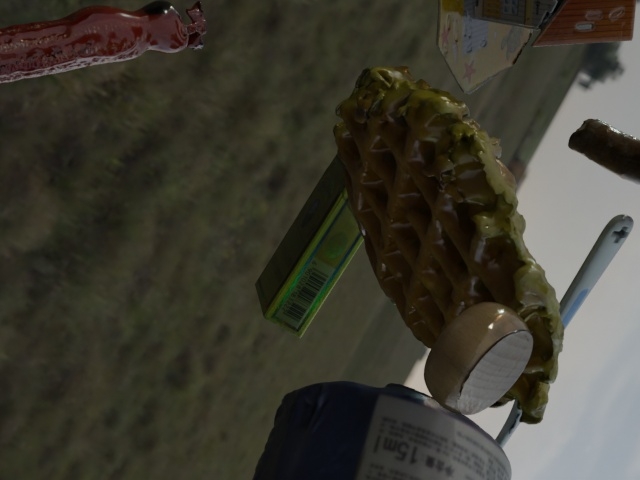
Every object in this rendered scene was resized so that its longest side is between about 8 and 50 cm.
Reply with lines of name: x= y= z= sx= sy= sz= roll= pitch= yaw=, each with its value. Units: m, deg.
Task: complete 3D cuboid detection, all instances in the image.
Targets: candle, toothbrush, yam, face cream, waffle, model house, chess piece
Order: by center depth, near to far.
chess piece: x=0.110 y=0.083 z=0.843 sx=0.083 sy=0.038 sz=0.084 roll=-33 pitch=145 yaw=-27
candle: x=-0.236 y=-0.157 z=0.990 sx=0.329 sy=0.051 sz=0.048 roll=-17 pitch=-177 yaw=-35
waffle: x=0.097 y=-0.001 z=1.002 sx=0.068 sy=0.302 sz=0.325 roll=-27 pitch=-160 yaw=-15
model house: x=0.216 y=-0.237 z=1.086 sx=0.207 sy=0.135 sz=0.219 roll=-26 pitch=124 yaw=-44
face cream: x=0.044 y=0.282 z=1.164 sx=0.249 sy=0.249 sz=0.225 roll=107 pitch=5 yaw=-61
toothbrush: x=0.235 y=0.128 z=1.277 sx=0.040 sy=0.040 sz=0.386 roll=-52 pitch=169 yaw=-55
yam: x=0.387 y=-0.078 z=1.343 sx=0.057 sy=0.241 sz=0.057 roll=-41 pitch=146 yaw=-36

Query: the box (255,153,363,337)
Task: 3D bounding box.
box: x=0.000 y=0.000 z=1.554 sx=0.220 sy=0.064 sz=0.141 roll=-56 pitch=-166 yaw=10
